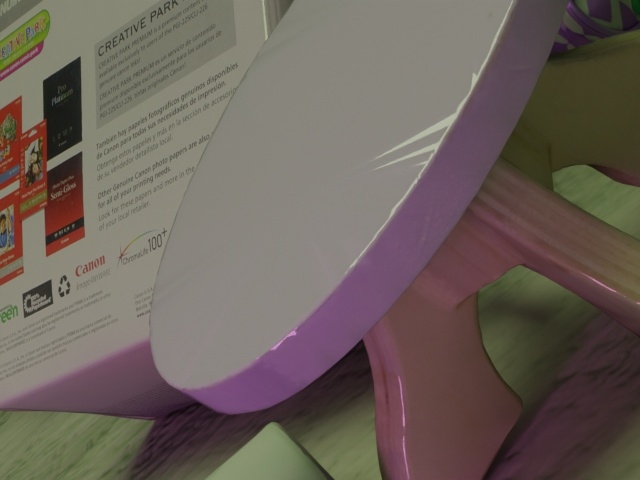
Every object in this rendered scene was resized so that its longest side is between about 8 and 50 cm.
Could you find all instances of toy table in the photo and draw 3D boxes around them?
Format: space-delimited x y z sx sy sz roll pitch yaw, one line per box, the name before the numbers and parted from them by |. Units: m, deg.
toy table | 0.063 -0.020 0.824 0.274 0.161 0.252 -53 31 2

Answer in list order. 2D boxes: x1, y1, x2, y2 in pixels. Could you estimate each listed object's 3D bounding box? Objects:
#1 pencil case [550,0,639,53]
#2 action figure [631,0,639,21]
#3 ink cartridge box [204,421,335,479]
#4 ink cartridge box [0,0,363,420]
pencil case | 0.112 -0.139 1.153 0.206 0.088 0.086 -21 39 53
action figure | 0.212 -0.125 0.947 0.137 0.063 0.232 -46 22 4
ink cartridge box | -0.107 0.196 0.914 0.275 0.060 0.239 -41 18 -6
ink cartridge box | -0.072 -0.061 1.108 0.309 0.130 0.271 -24 66 47
